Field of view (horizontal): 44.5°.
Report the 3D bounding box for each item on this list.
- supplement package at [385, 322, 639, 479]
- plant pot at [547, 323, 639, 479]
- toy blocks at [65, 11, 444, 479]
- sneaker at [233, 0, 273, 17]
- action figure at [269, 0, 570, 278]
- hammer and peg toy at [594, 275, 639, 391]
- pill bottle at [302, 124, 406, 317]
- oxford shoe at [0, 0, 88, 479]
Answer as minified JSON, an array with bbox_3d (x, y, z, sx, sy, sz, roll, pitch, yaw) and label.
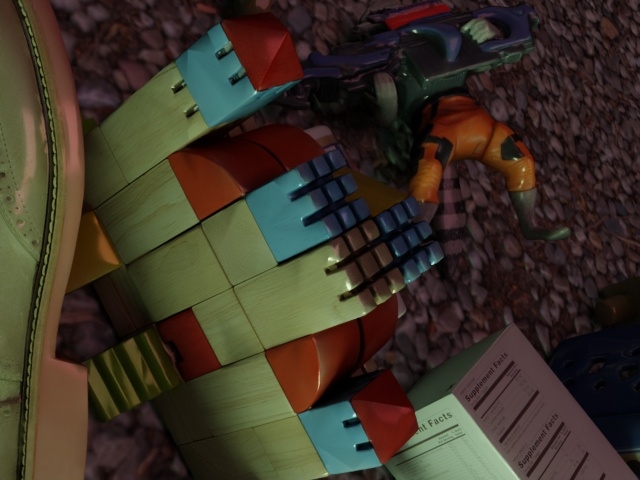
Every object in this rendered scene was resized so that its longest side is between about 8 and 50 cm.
[{"bbox_3d":[0.188,0.228,0.744,0.244,0.139,0.134,53,45,4],"label":"supplement package"},{"bbox_3d":[0.373,0.241,0.872,0.212,0.236,0.236,-37,98,-39],"label":"plant pot"},{"bbox_3d":[-0.041,0.020,0.562,0.191,0.261,0.381,-29,93,-49],"label":"toy blocks"},{"bbox_3d":[-0.082,-0.306,0.825,0.086,0.064,0.192,27,55,-22],"label":"sneaker"},{"bbox_3d":[0.092,-0.129,0.875,0.341,0.178,0.330,-11,71,-14],"label":"action figure"},{"bbox_3d":[0.515,0.203,1.008,0.127,0.266,0.361,-11,80,-30],"label":"hammer and peg toy"},{"bbox_3d":[0.000,0.000,0.721,0.112,0.112,0.187,-28,92,-45],"label":"pill bottle"},{"bbox_3d":[-0.228,-0.005,0.466,0.146,0.140,0.397,-2,84,-34],"label":"oxford shoe"}]
